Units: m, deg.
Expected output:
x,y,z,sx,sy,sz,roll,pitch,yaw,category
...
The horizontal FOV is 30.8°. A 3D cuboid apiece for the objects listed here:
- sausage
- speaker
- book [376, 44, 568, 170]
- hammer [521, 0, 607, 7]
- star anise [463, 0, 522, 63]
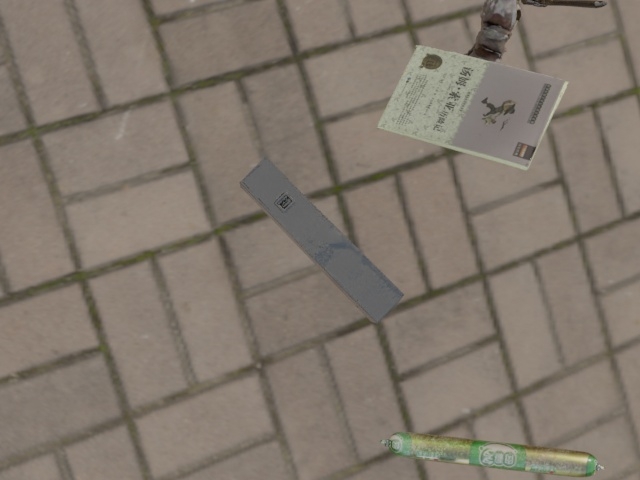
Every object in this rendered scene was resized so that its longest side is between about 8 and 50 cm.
x,y,z,sx,sy,sz,roll,pitch,yaw,category
0.205,0.257,1.396,0.269,0.033,0.033,5,85,6,sausage
0.000,0.000,1.309,0.044,0.082,0.218,-44,89,-3,speaker
0.167,-0.150,1.290,0.182,0.014,0.127,18,62,20,book
0.430,-0.416,2.041,0.065,0.178,0.021,0,103,-33,hammer
0.272,-0.320,1.872,0.063,0.172,0.208,24,119,-2,star anise
